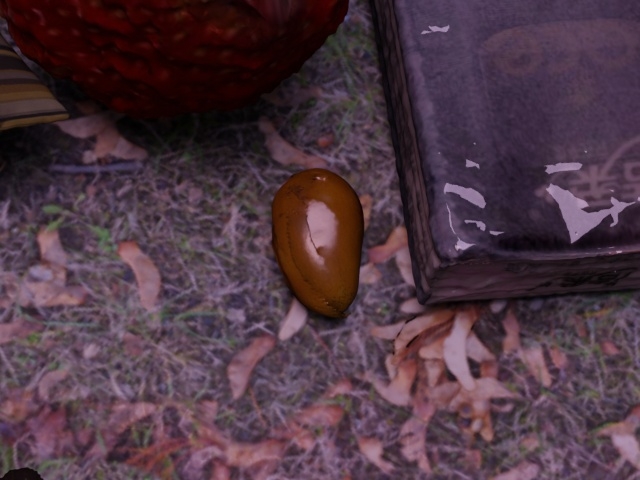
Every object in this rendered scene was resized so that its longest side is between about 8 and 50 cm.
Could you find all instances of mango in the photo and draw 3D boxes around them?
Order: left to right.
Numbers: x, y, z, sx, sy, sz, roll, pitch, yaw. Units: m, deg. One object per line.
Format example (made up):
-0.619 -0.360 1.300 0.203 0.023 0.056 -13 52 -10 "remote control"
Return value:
0.000 0.000 1.262 0.077 0.063 0.127 0 68 -14 "mango"

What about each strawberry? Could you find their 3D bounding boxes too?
-0.117 -0.210 1.206 0.292 0.291 0.310 5 40 -3 "strawberry"

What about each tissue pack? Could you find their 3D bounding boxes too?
0.195 -0.151 1.309 0.288 0.124 0.394 -5 68 -7 "tissue pack"

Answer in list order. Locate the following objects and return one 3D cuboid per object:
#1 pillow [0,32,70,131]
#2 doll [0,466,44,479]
-0.323 -0.144 1.174 0.208 0.052 0.212 -16 53 -41 "pillow"
-0.286 0.183 1.165 0.165 0.057 0.139 -10 68 -10 "doll"
